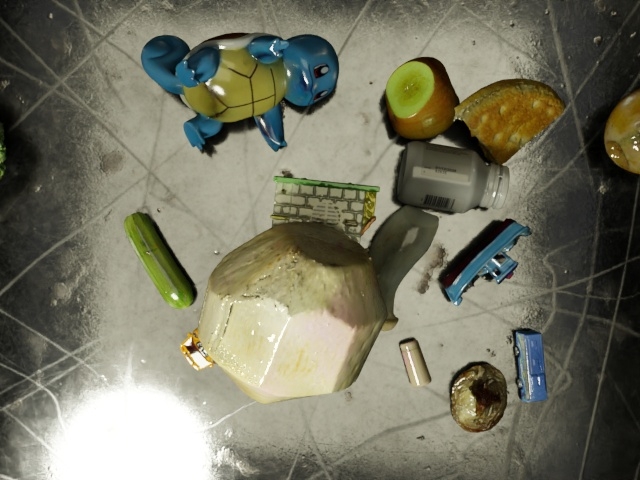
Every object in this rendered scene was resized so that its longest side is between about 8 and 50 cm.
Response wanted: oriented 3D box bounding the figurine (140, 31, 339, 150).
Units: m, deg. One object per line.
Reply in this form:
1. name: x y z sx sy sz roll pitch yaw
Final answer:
1. figurine: -0.173 -0.318 1.698 0.416 0.243 0.298 3 134 3

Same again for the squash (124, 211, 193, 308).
1. squash: -0.342 0.045 1.759 0.066 0.066 0.229 -30 90 0

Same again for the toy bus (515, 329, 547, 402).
1. toy bus: 0.447 0.267 1.763 0.051 0.061 0.153 -5 89 -6

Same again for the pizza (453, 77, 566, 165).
1. pizza: 0.385 -0.247 1.733 0.292 0.058 0.197 -11 128 -25

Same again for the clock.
1. clock: 0.000 0.000 1.745 0.220 0.106 0.255 7 95 1

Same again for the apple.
1. apple: 0.205 -0.286 1.710 0.147 0.163 0.146 -24 58 9

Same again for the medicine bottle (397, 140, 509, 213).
1. medicine bottle: 0.274 -0.126 1.724 0.215 0.135 0.135 10 90 -1

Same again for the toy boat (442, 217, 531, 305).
1. toy boat: 0.356 0.052 1.744 0.223 0.100 0.097 -44 76 1

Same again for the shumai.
1. shumai: 0.338 0.344 1.753 0.123 0.105 0.139 14 115 -4

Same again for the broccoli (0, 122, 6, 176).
1. broccoli: -0.777 -0.166 1.682 0.260 0.235 0.288 -3 80 -34

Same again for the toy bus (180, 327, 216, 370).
1. toy bus: -0.226 0.210 1.694 0.088 0.194 0.083 -35 90 3

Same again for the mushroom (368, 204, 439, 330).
1. mushroom: 0.150 0.056 1.749 0.118 0.103 0.270 24 100 5

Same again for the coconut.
1. coconut: -0.059 0.143 1.556 0.353 0.352 0.352 0 90 0

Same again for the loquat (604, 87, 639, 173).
1. loquat: 0.698 -0.236 1.708 0.227 0.179 0.179 -31 90 -1

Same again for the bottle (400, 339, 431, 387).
1. bottle: 0.202 0.261 1.771 0.045 0.045 0.096 -17 88 0
